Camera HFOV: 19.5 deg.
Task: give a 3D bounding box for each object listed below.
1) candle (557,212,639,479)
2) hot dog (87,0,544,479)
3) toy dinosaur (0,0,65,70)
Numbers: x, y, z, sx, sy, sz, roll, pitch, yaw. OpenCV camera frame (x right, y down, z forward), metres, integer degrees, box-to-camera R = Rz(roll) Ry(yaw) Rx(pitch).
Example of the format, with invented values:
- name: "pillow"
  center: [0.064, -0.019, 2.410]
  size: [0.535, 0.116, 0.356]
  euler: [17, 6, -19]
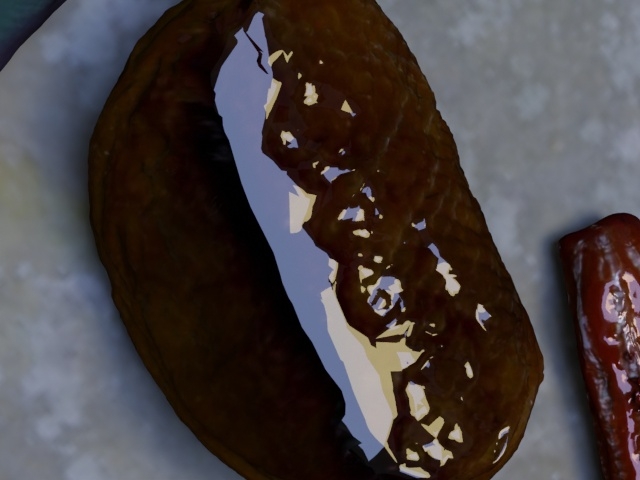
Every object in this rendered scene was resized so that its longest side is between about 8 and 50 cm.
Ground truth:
- name: "candle"
  center: [0.156, 0.151, 0.845]
  size: [0.051, 0.048, 0.329]
  euler: [-15, 95, -35]
- name: "hot dog"
  center: [-0.001, 0.001, 0.750]
  size: [0.161, 0.099, 0.226]
  euler: [-21, 97, -21]
- name: "toy dinosaur"
  center: [-0.078, -0.174, 0.725]
  size: [0.331, 0.129, 0.383]
  euler: [-8, 97, -29]
